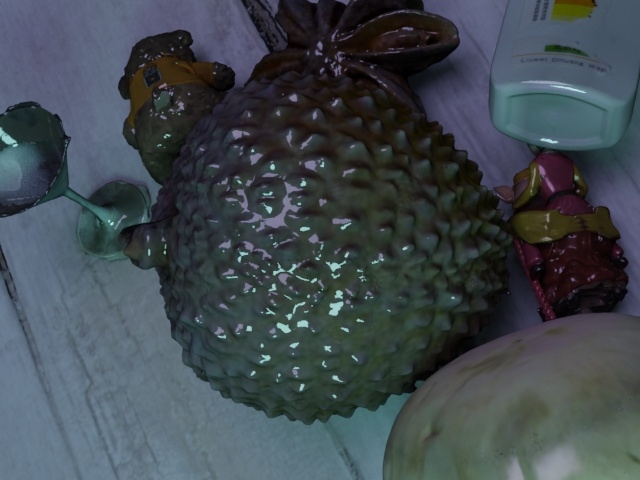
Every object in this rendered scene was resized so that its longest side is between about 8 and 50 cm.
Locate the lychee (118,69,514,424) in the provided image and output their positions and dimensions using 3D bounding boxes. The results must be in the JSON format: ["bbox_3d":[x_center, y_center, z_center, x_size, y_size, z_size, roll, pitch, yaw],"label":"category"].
[{"bbox_3d":[0.000,0.000,1.330,0.432,0.380,0.380,-2,63,-21],"label":"lychee"}]

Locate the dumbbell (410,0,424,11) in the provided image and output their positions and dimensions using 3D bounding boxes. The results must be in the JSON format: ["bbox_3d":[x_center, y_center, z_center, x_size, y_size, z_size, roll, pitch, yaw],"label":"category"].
[{"bbox_3d":[0.109,-0.343,1.612,0.046,0.052,0.118,142,133,-60],"label":"dumbbell"}]

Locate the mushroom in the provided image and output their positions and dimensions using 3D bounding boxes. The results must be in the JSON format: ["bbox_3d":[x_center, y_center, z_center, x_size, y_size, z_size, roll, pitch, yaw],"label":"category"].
[{"bbox_3d":[0.219,0.231,1.179,0.353,0.325,0.353,-12,69,34],"label":"mushroom"}]

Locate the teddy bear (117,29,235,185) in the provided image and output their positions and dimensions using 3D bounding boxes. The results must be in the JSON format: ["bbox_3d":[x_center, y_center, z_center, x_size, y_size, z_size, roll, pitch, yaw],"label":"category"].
[{"bbox_3d":[-0.201,-0.193,1.650,0.177,0.140,0.190,-37,52,10],"label":"teddy bear"}]

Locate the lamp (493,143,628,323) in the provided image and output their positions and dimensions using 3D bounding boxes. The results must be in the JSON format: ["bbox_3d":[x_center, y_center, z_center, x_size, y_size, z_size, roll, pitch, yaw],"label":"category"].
[{"bbox_3d":[0.258,-0.025,1.391,0.118,0.118,0.253,-26,59,13],"label":"lamp"}]

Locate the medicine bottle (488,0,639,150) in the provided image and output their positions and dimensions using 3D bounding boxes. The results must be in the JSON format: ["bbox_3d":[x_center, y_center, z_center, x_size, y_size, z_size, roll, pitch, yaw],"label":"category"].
[{"bbox_3d":[0.290,-0.243,1.410,0.161,0.111,0.296,11,53,13],"label":"medicine bottle"}]

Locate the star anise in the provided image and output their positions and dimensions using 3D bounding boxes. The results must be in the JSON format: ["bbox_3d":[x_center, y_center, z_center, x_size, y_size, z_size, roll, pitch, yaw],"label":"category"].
[{"bbox_3d":[0.028,-0.227,1.558,0.315,0.108,0.315,-11,71,36],"label":"star anise"}]

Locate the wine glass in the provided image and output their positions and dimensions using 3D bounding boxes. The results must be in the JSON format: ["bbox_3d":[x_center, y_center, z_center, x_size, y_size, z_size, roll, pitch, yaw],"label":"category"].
[{"bbox_3d":[-0.324,-0.062,1.591,0.156,0.232,0.156,-9,68,22],"label":"wine glass"}]
